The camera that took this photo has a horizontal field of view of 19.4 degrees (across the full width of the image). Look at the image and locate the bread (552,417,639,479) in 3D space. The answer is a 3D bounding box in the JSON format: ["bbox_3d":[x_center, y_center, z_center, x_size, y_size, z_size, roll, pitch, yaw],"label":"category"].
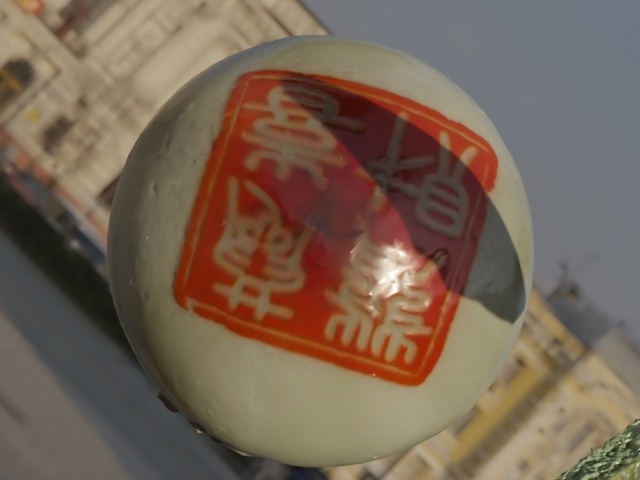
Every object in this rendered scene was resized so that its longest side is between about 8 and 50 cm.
[{"bbox_3d":[0.282,0.262,1.707,0.056,0.286,0.207,27,-45,41],"label":"bread"}]

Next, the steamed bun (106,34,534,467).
[{"bbox_3d":[0.000,0.000,1.575,0.374,0.374,0.241,44,-9,10],"label":"steamed bun"}]
